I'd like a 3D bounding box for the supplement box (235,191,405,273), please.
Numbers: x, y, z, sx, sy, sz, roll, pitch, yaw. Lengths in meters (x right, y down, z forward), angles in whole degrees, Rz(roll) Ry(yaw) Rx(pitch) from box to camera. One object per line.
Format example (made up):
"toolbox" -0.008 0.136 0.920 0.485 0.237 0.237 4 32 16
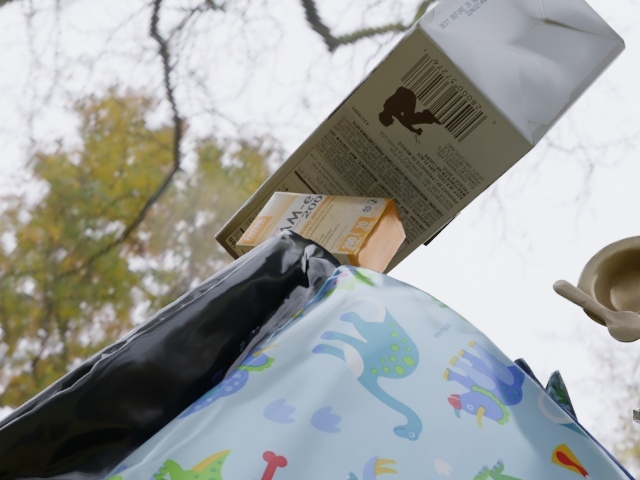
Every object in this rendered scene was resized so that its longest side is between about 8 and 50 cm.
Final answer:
"supplement box" 0.000 0.000 1.006 0.098 0.062 0.036 4 -48 32

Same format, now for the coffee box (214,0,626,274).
"coffee box" 0.069 -0.070 1.105 0.119 0.168 0.297 46 -44 0

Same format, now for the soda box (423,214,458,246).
"soda box" 0.069 -0.061 1.550 0.169 0.053 0.060 31 -66 -35

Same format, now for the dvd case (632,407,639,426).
"dvd case" 0.414 0.174 1.407 0.180 0.022 0.253 -1 -3 1

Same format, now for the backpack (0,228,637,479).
"backpack" 0.026 0.176 0.707 0.355 0.290 0.273 54 -45 1

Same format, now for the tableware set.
"tableware set" 0.199 0.015 0.682 0.141 0.169 0.020 41 -12 47
